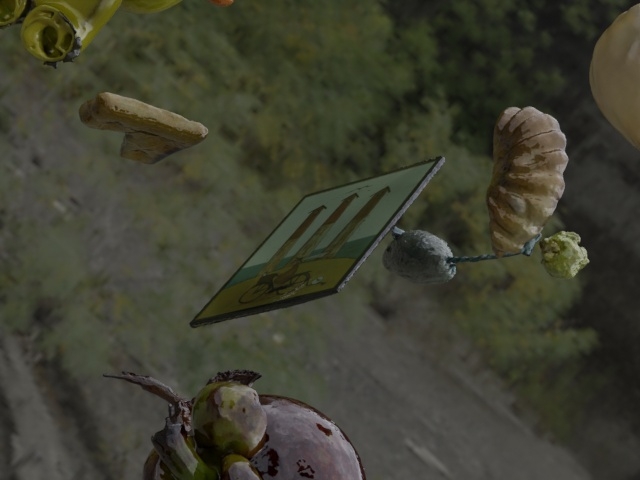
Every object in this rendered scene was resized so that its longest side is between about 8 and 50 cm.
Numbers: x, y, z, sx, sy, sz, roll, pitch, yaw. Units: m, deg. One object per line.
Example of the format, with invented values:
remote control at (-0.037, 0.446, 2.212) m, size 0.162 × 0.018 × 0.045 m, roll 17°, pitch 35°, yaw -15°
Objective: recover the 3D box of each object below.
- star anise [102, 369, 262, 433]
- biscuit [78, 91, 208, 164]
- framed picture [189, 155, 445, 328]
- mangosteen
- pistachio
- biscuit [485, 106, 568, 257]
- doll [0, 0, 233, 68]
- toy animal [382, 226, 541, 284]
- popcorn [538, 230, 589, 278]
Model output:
star anise at (-0.184, 0.197, 1.881) m, size 0.140 × 0.158 × 0.144 m, roll -25°, pitch 73°, yaw -39°
biscuit at (-0.273, -0.159, 2.052) m, size 0.183 × 0.039 × 0.174 m, roll 18°, pitch -19°, yaw -35°
framed picture at (0.000, 0.000, 1.835) m, size 0.013 × 0.244 × 0.324 m, roll 61°, pitch 40°, yaw -19°
mangosteen at (-0.071, 0.237, 1.385) m, size 0.257 × 0.215 × 0.215 m, roll 51°, pitch -1°, yaw -39°
pistachio at (0.288, -0.098, 1.039) m, size 0.200 × 0.145 × 0.117 m, roll 27°, pitch -21°, yaw -2°
biscuit at (0.224, -0.078, 1.621) m, size 0.061 × 0.183 × 0.118 m, roll 21°, pitch -24°, yaw -28°
doll at (-0.139, -0.196, 0.989) m, size 0.143 × 0.135 × 0.221 m, roll 35°, pitch 22°, yaw 1°
toy animal at (0.175, 0.019, 1.953) m, size 0.253 × 0.079 × 0.070 m, roll -5°, pitch -26°, yaw 46°
popcorn at (0.329, 0.025, 1.935) m, size 0.083 × 0.059 × 0.068 m, roll 27°, pitch 45°, yaw -47°
